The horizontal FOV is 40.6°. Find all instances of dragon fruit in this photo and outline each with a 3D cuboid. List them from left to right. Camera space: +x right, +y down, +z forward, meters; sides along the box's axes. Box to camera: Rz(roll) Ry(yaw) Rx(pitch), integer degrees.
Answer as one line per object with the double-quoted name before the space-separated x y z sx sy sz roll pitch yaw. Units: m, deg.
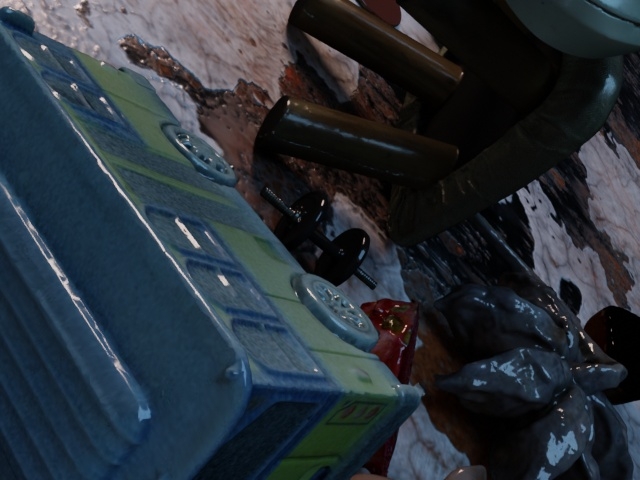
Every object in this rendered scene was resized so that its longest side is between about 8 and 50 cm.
"dragon fruit" 0.021 0.109 0.723 0.111 0.153 0.153 14 40 9

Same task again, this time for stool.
"stool" 0.116 -0.197 0.878 0.226 0.310 0.310 33 44 -22

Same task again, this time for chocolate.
"chocolate" 0.384 0.156 1.125 0.149 0.080 0.125 -26 73 -47

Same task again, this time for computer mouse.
"computer mouse" 0.195 -0.274 0.717 0.159 0.097 0.288 -2 61 -34

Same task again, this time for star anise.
"star anise" 0.224 0.133 0.901 0.359 0.139 0.316 48 30 -14

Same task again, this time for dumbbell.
"dumbbell" 0.000 0.000 0.790 0.147 0.069 0.069 40 40 -23

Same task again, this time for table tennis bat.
"table tennis bat" 0.054 -0.342 1.154 0.156 0.013 0.087 30 46 -35

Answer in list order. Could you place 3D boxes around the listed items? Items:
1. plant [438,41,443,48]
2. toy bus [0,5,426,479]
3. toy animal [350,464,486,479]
"plant" 0.223 -0.290 1.206 0.146 0.149 0.274 34 37 -6
"toy bus" -0.116 0.019 0.465 0.312 0.152 0.190 49 16 30
"toy animal" -0.004 0.211 0.579 0.248 0.149 0.165 20 65 -26
